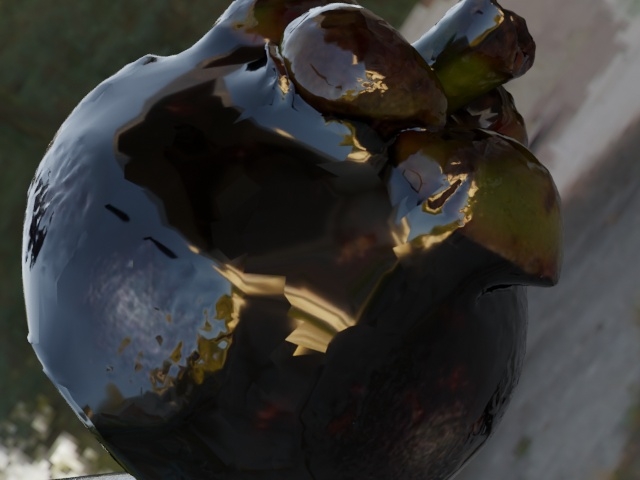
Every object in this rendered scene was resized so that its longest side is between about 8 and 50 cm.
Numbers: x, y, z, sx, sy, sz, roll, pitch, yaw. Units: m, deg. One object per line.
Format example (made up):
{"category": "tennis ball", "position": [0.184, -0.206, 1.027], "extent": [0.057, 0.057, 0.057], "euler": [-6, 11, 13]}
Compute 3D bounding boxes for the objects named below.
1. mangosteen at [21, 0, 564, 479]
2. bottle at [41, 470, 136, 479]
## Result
{"category": "mangosteen", "position": [0.000, 0.004, 0.937], "extent": [0.287, 0.233, 0.287], "euler": [-20, 35, 15]}
{"category": "bottle", "position": [-0.150, 0.227, 1.488], "extent": [0.330, 0.093, 0.093], "euler": [-14, 33, 52]}
